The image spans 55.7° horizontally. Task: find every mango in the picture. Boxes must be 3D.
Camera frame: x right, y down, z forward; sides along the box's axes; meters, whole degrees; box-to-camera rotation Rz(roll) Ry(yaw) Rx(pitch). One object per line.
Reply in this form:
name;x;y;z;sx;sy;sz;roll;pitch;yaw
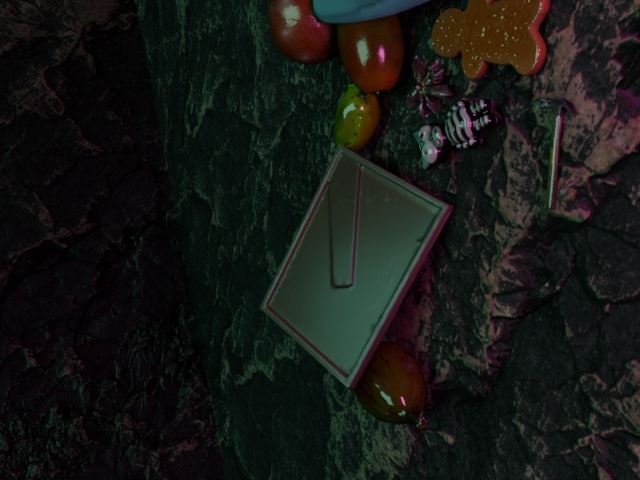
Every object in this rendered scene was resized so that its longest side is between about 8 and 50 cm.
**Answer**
mango;0.082;-0.274;1.395;0.178;0.100;0.119;107;180;-47
mango;0.103;-0.455;1.302;0.146;0.129;0.289;-32;59;54

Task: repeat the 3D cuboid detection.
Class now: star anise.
star anise;0.218;-0.300;1.196;0.129;0.056;0.124;41;128;50

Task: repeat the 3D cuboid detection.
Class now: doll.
doll;0.246;-0.202;1.158;0.219;0.067;0.091;-28;75;59

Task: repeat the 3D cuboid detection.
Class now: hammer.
hammer;0.383;-0.140;0.987;0.062;0.017;0.181;18;112;57

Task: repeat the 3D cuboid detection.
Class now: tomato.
tomato;-0.026;-0.519;1.424;0.185;0.208;0.208;-11;85;44

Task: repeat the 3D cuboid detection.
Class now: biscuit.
biscuit;0.296;-0.371;1.076;0.250;0.036;0.165;19;110;53

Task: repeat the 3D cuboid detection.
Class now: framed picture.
framed picture;0.058;0.048;1.341;0.326;0.028;0.446;37;106;36

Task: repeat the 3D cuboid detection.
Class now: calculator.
calculator;0.120;-0.565;1.191;0.386;0.054;0.256;2;85;44

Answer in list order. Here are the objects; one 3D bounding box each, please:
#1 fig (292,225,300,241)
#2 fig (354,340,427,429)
fig;0.000;0.000;1.561;0.257;0.159;0.159;-137;47;-73
fig;0.165;0.326;1.288;0.274;0.146;0.170;-137;47;-68
